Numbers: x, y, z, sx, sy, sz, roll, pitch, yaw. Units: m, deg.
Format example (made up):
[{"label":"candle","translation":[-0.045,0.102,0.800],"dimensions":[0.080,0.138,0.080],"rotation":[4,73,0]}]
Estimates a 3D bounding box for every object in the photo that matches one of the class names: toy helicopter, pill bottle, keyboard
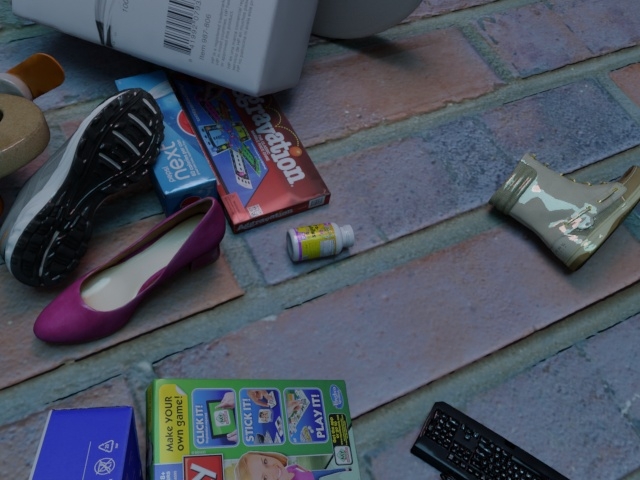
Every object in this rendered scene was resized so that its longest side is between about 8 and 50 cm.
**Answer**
[{"label":"toy helicopter","translation":[-0.478,-0.160,0.767],"dimensions":[0.355,0.140,0.235],"rotation":[20,51,26]},{"label":"pill bottle","translation":[0.000,0.000,0.800],"dimensions":[0.083,0.043,0.043],"rotation":[-10,61,-15]},{"label":"keyboard","translation":[0.196,0.261,0.674],"dimensions":[0.192,0.038,0.100],"rotation":[29,59,11]}]

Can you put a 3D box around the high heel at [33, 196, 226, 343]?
[{"label":"high heel","translation":[-0.217,0.031,0.704],"dimensions":[0.244,0.117,0.082],"rotation":[-24,65,-22]}]

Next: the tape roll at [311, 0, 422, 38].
[{"label":"tape roll","translation":[0.003,-0.480,0.895],"dimensions":[0.392,0.392,0.072],"rotation":[23,59,6]}]

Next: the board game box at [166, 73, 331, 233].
[{"label":"board game box","translation":[-0.111,-0.147,0.885],"dimensions":[0.145,0.027,0.281],"rotation":[-19,63,-21]}]

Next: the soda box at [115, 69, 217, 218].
[{"label":"soda box","translation":[-0.211,-0.133,0.837],"dimensions":[0.071,0.067,0.210],"rotation":[-20,64,-19]}]

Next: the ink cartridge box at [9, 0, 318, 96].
[{"label":"ink cartridge box","translation":[-0.201,-0.397,0.834],"dimensions":[0.395,0.285,0.166],"rotation":[21,23,11]}]

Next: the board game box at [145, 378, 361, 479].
[{"label":"board game box","translation":[-0.055,0.289,0.579],"dimensions":[0.214,0.046,0.317],"rotation":[7,56,-26]}]

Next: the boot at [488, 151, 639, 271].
[{"label":"boot","translation":[0.360,-0.074,0.882],"dimensions":[0.165,0.077,0.213],"rotation":[40,64,18]}]

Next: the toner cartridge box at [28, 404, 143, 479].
[{"label":"toner cartridge box","translation":[-0.182,0.305,0.436],"dimensions":[0.075,0.165,0.347],"rotation":[0,32,-9]}]

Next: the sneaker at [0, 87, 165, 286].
[{"label":"sneaker","translation":[-0.295,-0.079,0.741],"dimensions":[0.108,0.100,0.271],"rotation":[24,74,40]}]
